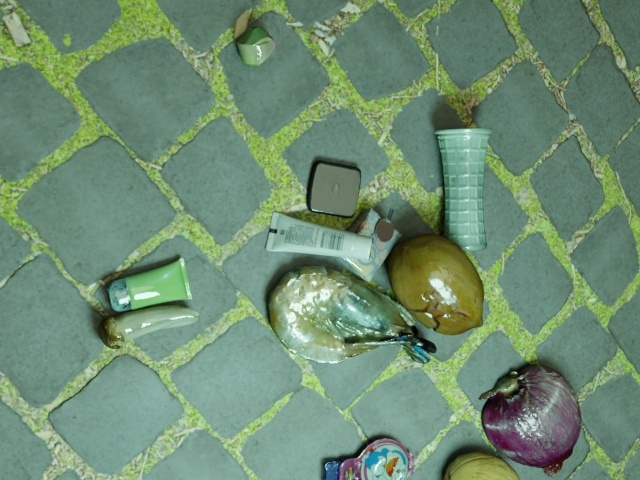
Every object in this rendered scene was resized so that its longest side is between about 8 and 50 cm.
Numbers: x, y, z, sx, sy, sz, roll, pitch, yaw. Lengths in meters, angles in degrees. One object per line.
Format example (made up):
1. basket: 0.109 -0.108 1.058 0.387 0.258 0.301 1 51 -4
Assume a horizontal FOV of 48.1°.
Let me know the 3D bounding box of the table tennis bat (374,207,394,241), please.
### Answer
1. table tennis bat: 0.158 -0.037 1.712 0.050 0.007 0.083 24 82 -20

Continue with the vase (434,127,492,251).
1. vase: 0.357 -0.126 1.789 0.143 0.143 0.298 -4 97 -21

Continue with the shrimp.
1. shrimp: 0.082 0.207 1.711 0.446 0.110 0.221 22 90 -18

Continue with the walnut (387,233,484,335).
1. walnut: 0.291 0.115 1.727 0.298 0.203 0.203 44 77 -10

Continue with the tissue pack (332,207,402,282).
1. tissue pack: 0.111 0.011 1.731 0.108 0.060 0.148 41 79 -20

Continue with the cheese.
1. cheese: 0.123 0.565 1.761 0.244 0.062 0.155 -1 95 -21

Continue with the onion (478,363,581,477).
1. onion: 0.601 0.506 1.898 0.267 0.159 0.348 -39 104 -13

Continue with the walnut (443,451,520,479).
1. walnut: 0.408 0.623 1.826 0.197 0.165 0.165 17 86 -13

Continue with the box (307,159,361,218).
1. box: 0.031 -0.122 1.714 0.125 0.027 0.126 9 90 -19

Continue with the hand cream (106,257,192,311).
1. hand cream: -0.371 0.103 1.555 0.175 0.046 0.095 -15 97 -27

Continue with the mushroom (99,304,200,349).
1. mushroom: -0.366 0.176 1.540 0.209 0.084 0.071 -13 66 -23

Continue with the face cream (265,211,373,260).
1. face cream: 0.000 0.000 1.660 0.244 0.058 0.092 11 86 4

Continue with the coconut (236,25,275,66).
1. coconut: -0.143 -0.436 1.602 0.083 0.082 0.081 4 123 17
